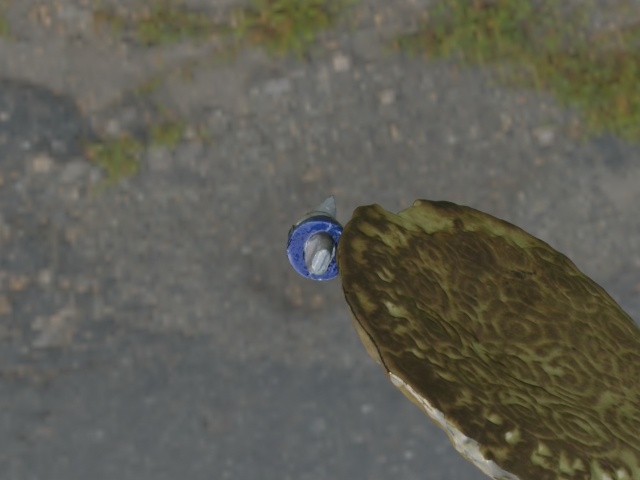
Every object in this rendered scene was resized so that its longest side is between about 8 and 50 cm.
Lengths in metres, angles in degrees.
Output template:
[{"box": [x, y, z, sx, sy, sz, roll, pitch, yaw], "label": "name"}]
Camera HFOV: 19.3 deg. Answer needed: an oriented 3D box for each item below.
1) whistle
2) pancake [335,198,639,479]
[{"box": [0.000, 0.000, 0.832, 0.029, 0.083, 0.033, 20, 99, -6], "label": "whistle"}, {"box": [0.087, 0.048, 0.803, 0.199, 0.199, 0.021, 16, 123, -31], "label": "pancake"}]
